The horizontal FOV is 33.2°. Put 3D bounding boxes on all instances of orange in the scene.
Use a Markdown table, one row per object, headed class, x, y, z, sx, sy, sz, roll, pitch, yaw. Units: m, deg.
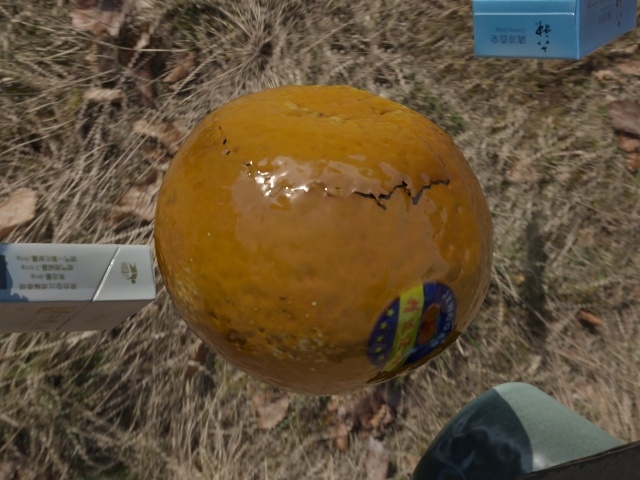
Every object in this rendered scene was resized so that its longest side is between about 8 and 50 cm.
| class | x | y | z | sx | sy | sz | roll | pitch | yaw |
| --- | --- | --- | --- | --- | --- | --- | --- | --- | --- |
| orange | 0.002 | -0.002 | 0.689 | 0.219 | 0.219 | 0.193 | 11 | 130 | -5 |

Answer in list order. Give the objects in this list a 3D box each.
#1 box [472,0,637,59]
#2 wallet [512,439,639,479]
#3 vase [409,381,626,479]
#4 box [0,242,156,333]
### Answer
| class | x | y | z | sx | sy | sz | roll | pitch | yaw |
| --- | --- | --- | --- | --- | --- | --- | --- | --- | --- |
| box | 0.312 | -0.299 | 1.411 | 0.143 | 0.232 | 0.083 | 8 | 116 | 32 |
| wallet | 0.181 | 0.130 | 0.429 | 0.250 | 0.149 | 0.044 | -27 | 127 | 32 |
| vase | 0.214 | 0.259 | 0.841 | 0.291 | 0.245 | 0.245 | 35 | 98 | 34 |
| box | -0.314 | 0.053 | 1.133 | 0.243 | 0.155 | 0.067 | 1 | 75 | -28 |
